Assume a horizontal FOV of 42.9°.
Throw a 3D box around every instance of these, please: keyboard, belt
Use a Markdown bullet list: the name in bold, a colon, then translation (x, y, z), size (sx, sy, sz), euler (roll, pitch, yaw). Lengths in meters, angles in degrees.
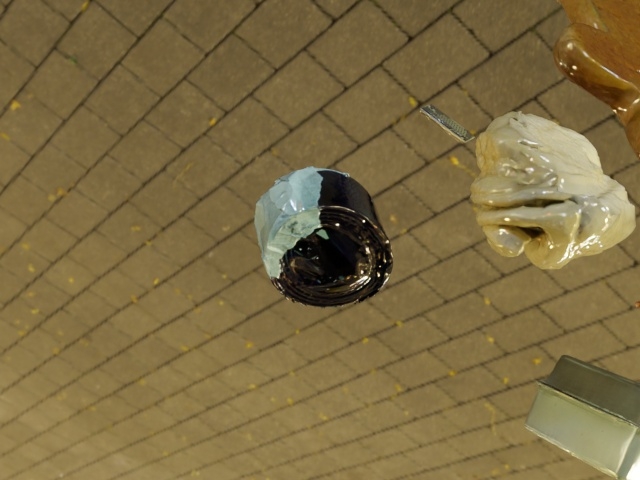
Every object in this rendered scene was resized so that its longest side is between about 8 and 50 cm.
- **keyboard**: translation (0.281, -0.260, 1.805), size (0.129, 0.049, 0.015), euler (40, 133, 17)
- **belt**: translation (0.000, 0.000, 0.963), size (0.151, 0.078, 0.198), euler (-23, 139, 9)

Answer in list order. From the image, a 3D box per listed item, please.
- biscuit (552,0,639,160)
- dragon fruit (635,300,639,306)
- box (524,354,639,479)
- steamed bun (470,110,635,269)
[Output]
- **biscuit**: translation (0.359, -0.175, 0.910), size (0.283, 0.432, 0.064), euler (15, 138, -24)
- **dragon fruit**: translation (0.763, 0.145, 1.732), size (0.190, 0.094, 0.094), euler (-3, 142, -17)
- **box**: translation (0.528, 0.331, 1.452), size (0.220, 0.166, 0.290), euler (27, 176, -28)
- **steamed bun**: translation (0.432, -0.086, 1.587), size (0.324, 0.372, 0.230), euler (11, 126, -29)
